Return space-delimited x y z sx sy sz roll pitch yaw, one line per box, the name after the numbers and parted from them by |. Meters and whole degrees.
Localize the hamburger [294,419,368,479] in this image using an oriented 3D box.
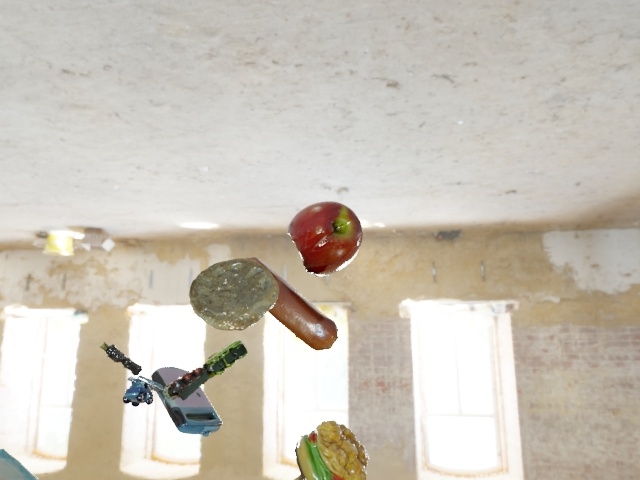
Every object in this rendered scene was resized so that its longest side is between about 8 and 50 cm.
0.049 0.635 1.470 0.149 0.237 0.237 -39 158 12 | hamburger

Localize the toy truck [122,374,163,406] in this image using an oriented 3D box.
-0.487 0.425 1.407 0.063 0.074 0.136 -10 147 11 | toy truck

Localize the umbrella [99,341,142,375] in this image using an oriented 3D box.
-0.588 0.348 1.495 0.040 0.037 0.144 -30 117 29 | umbrella

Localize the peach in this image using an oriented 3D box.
0.000 0.000 1.300 0.190 0.196 0.226 27 150 -18 | peach

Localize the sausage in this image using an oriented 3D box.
-0.093 0.173 1.379 0.348 0.097 0.094 38 173 19 | sausage

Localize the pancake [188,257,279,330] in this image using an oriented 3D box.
-0.145 0.089 0.851 0.152 0.151 0.025 0 135 0 | pancake

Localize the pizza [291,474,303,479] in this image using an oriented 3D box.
-0.093 0.851 1.580 0.365 0.182 0.074 -24 165 -21 | pizza

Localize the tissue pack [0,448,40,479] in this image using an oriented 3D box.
-0.791 0.635 1.164 0.201 0.124 0.271 39 -166 2 | tissue pack

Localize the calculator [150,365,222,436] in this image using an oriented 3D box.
-0.424 0.504 1.593 0.293 0.051 0.173 42 -170 38 | calculator

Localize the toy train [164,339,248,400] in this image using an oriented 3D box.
-0.286 0.327 1.279 0.085 0.053 0.250 -26 -179 40 | toy train
